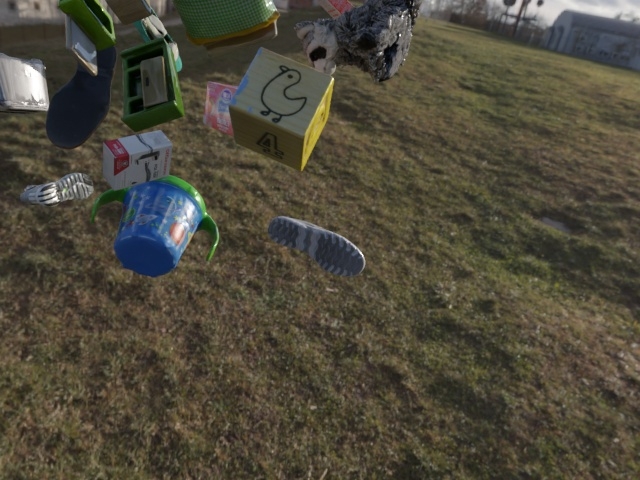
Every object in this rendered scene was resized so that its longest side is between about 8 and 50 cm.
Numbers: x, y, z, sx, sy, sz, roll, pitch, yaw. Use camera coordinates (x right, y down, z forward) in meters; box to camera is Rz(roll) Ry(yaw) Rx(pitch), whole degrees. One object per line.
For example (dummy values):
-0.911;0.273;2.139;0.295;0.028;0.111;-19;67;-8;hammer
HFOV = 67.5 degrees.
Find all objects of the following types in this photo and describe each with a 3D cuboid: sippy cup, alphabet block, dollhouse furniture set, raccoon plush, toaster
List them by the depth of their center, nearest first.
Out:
-0.216;-0.328;0.753;0.301;0.197;0.151;-16;66;7;dollhouse furniture set
-0.096;-0.323;1.204;0.197;0.193;0.193;23;-16;3;alphabet block
-0.458;-0.029;1.331;0.305;0.240;0.224;-6;43;9;sippy cup
-0.873;-0.440;1.358;0.129;0.147;0.227;-2;11;17;toaster
0.138;-0.674;1.462;0.299;0.216;0.446;30;74;27;raccoon plush

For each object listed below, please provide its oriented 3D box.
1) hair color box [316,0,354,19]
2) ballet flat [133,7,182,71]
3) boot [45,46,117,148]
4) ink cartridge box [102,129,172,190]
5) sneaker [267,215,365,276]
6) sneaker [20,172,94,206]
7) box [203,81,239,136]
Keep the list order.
0.047;-0.819;1.652;0.167;0.053;0.093;37;3;-26;hair color box
-0.515;-0.641;1.536;0.087;0.247;0.083;18;64;38;ballet flat
-0.544;-0.319;1.114;0.112;0.115;0.306;17;60;-18;boot
-0.403;-0.178;1.058;0.135;0.099;0.056;-25;63;-39;ink cartridge box
0.000;0.000;1.320;0.281;0.105;0.115;29;18;6;sneaker
-0.821;-0.157;1.472;0.132;0.086;0.229;-1;14;14;sneaker
-0.234;-0.401;1.497;0.154;0.142;0.300;-4;23;-37;box
